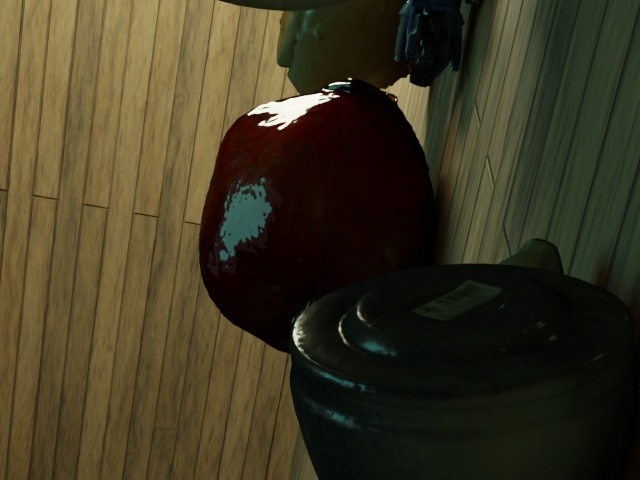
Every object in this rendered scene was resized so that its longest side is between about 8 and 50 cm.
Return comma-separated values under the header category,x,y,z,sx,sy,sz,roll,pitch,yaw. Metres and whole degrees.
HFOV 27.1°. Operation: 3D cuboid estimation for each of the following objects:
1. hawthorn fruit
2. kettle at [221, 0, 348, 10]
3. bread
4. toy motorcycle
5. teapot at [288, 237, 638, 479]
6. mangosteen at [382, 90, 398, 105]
category,x,y,z,sx,sy,sz,roll,pitch,yaw
hawthorn fruit,0.000,0.000,1.094,0.249,0.215,0.215,-91,9,-46
kettle,0.005,-0.347,0.939,0.205,0.265,0.318,60,-144,-58
bread,0.055,-0.314,1.372,0.192,0.171,0.314,109,170,-57
toy motorcycle,0.100,-0.227,1.085,0.114,0.076,0.205,-51,-29,-74
teapot,0.046,0.064,0.453,0.149,0.111,0.108,-103,8,-72
mangosteen,0.048,-0.147,1.758,0.151,0.137,0.137,-36,29,33
